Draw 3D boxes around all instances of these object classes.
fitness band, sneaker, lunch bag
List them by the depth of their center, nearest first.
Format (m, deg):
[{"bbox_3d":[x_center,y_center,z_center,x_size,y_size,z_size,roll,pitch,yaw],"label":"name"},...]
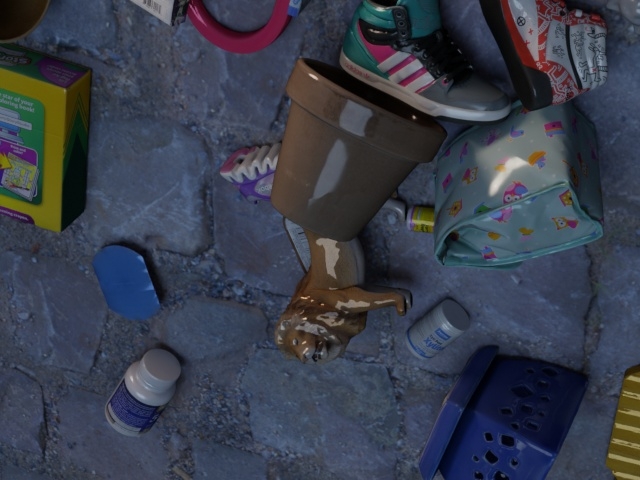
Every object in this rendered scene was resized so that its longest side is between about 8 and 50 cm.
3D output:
[{"bbox_3d":[0.331,-0.334,1.628,0.145,0.090,0.270,-18,84,-10],"label":"sneaker"},{"bbox_3d":[0.169,-0.303,1.673,0.295,0.124,0.178,26,132,21],"label":"sneaker"},{"bbox_3d":[0.290,-0.082,1.698,0.262,0.223,0.160,-23,134,31],"label":"lunch bag"},{"bbox_3d":[-0.129,-0.440,1.767,0.209,0.054,0.291,22,126,5],"label":"fitness band"},{"bbox_3d":[-0.056,-0.116,1.915,0.236,0.095,0.104,-8,123,31],"label":"sneaker"}]

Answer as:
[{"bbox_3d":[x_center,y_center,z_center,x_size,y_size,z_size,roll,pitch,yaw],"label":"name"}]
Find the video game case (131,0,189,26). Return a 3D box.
[{"bbox_3d":[-0.293,-0.490,1.765,0.232,0.042,0.210,34,129,23],"label":"video game case"}]

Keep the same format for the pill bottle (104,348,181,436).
[{"bbox_3d":[-0.365,0.313,2.282,0.112,0.112,0.186,35,127,-1],"label":"pill bottle"}]

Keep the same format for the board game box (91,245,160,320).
[{"bbox_3d":[-0.382,0.079,2.198,0.133,0.033,0.168,-5,113,30],"label":"board game box"}]

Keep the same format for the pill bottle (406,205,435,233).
[{"bbox_3d":[0.193,-0.034,1.887,0.083,0.043,0.043,7,122,18],"label":"pill bottle"}]

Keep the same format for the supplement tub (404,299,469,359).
[{"bbox_3d":[0.210,0.162,1.985,0.071,0.071,0.107,41,127,-6],"label":"supplement tub"}]

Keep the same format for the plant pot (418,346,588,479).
[{"bbox_3d":[0.317,0.342,1.961,0.212,0.236,0.236,26,127,14],"label":"plant pot"}]

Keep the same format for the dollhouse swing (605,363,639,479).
[{"bbox_3d":[0.635,0.420,1.829,0.315,0.305,0.347,11,124,15],"label":"dollhouse swing"}]

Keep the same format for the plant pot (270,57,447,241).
[{"bbox_3d":[0.035,-0.128,1.718,0.263,0.263,0.229,28,103,4],"label":"plant pot"}]

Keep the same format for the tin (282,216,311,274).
[{"bbox_3d":[0.000,0.000,1.993,0.106,0.040,0.189,-14,114,24],"label":"tin"}]

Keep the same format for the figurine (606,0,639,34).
[{"bbox_3d":[0.456,-0.410,1.535,0.215,0.092,0.209,45,133,-10],"label":"figurine"}]

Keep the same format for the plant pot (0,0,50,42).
[{"bbox_3d":[-0.629,-0.456,1.872,0.254,0.237,0.237,7,123,36],"label":"plant pot"}]

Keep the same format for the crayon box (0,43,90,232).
[{"bbox_3d":[-0.619,-0.217,2.065,0.363,0.106,0.313,18,124,10],"label":"crayon box"}]

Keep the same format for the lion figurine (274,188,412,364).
[{"bbox_3d":[0.031,0.029,1.914,0.240,0.142,0.392,0,102,13],"label":"lion figurine"}]

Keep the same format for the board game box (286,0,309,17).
[{"bbox_3d":[-0.021,-0.407,1.716,0.020,0.090,0.090,22,125,3],"label":"board game box"}]
